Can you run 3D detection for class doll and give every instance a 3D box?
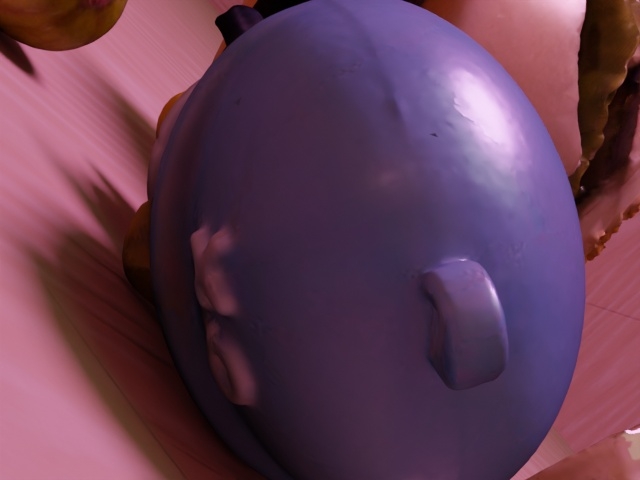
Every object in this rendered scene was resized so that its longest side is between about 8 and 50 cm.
[{"bbox_3d":[0.000,0.000,0.566,0.314,0.141,0.177,-154,-128,-71],"label":"doll"}]

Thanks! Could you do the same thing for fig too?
[{"bbox_3d":[-0.147,-0.164,0.740,0.166,0.093,0.093,54,6,26],"label":"fig"}]

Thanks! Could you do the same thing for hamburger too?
[{"bbox_3d":[0.062,-0.077,0.864,0.170,0.302,0.302,28,15,-30],"label":"hamburger"}]

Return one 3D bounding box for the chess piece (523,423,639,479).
[{"bbox_3d":[0.187,0.234,0.732,0.301,0.137,0.137,63,7,14],"label":"chess piece"}]
